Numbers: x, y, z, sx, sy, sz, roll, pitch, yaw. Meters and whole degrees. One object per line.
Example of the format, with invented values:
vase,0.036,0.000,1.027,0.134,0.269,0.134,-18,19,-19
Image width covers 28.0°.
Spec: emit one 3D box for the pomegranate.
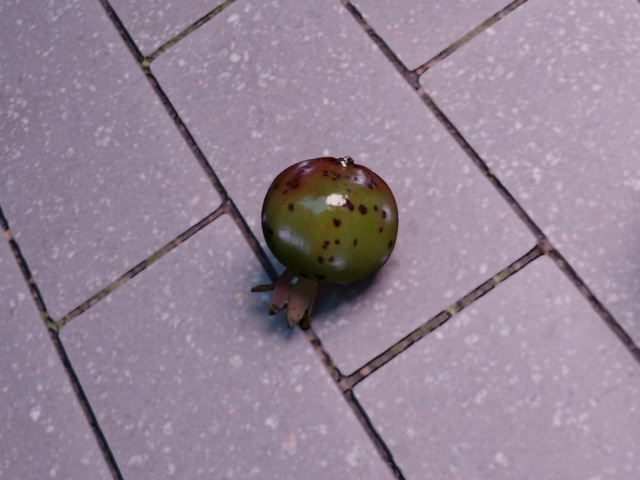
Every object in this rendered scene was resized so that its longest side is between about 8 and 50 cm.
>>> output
pomegranate,0.003,-0.004,1.177,0.129,0.159,0.129,11,43,-11
